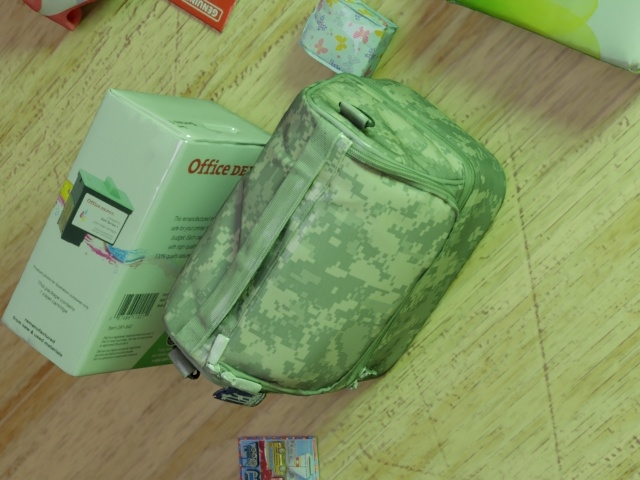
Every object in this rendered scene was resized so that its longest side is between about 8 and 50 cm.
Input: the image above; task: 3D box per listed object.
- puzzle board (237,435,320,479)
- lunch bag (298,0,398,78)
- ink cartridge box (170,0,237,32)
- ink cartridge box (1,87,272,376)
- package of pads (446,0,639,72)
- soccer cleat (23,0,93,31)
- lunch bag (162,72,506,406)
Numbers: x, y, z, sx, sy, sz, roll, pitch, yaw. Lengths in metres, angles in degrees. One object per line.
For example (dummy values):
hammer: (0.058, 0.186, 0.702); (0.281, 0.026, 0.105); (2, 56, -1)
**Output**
puzzle board: (-0.043, 0.273, 1.761); (0.096, 0.011, 0.128); (-4, 89, 29)
lunch bag: (0.026, -0.211, 1.692); (0.083, 0.053, 0.071); (33, 108, 15)
ink cartridge box: (-0.167, -0.394, 1.793); (0.275, 0.060, 0.239); (33, 105, 24)
ink cartridge box: (-0.181, -0.009, 1.723); (0.117, 0.201, 0.278); (34, 106, 24)
package of pads: (0.257, -0.323, 1.504); (0.229, 0.101, 0.296); (28, 117, 29)
soccer cleat: (-0.215, -0.333, 1.771); (0.318, 0.109, 0.116); (-27, 121, 37)
lunch bag: (0.000, 0.000, 1.593); (0.212, 0.256, 0.305); (42, 110, 22)
